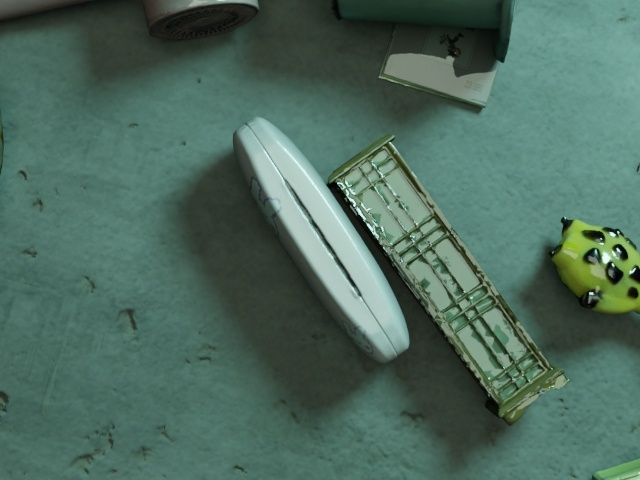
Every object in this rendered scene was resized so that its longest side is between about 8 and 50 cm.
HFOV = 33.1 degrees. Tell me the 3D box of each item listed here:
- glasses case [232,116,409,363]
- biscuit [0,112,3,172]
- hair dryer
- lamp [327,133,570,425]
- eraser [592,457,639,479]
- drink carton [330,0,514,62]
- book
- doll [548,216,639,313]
[{"bbox_3d":[0.000,0.000,1.152,0.075,0.113,0.297,-34,89,-3],"label":"glasses case"},{"bbox_3d":[-0.488,-0.133,1.152,0.268,0.115,0.366,-43,91,0],"label":"biscuit"},{"bbox_3d":[-0.255,-0.312,1.164,0.352,0.125,0.210,-11,88,6],"label":"hair dryer"},{"bbox_3d":[0.133,0.041,1.165,0.089,0.090,0.325,-36,90,-2],"label":"lamp"},{"bbox_3d":[0.396,0.288,1.176,0.172,0.058,0.117,-18,89,-1],"label":"eraser"},{"bbox_3d":[0.116,-0.302,1.117,0.189,0.191,0.185,10,90,7],"label":"drink carton"},{"bbox_3d":[0.152,-0.250,1.208,0.127,0.014,0.181,17,89,0],"label":"book"},{"bbox_3d":[0.375,0.074,1.168,0.291,0.086,0.117,32,59,-1],"label":"doll"}]
